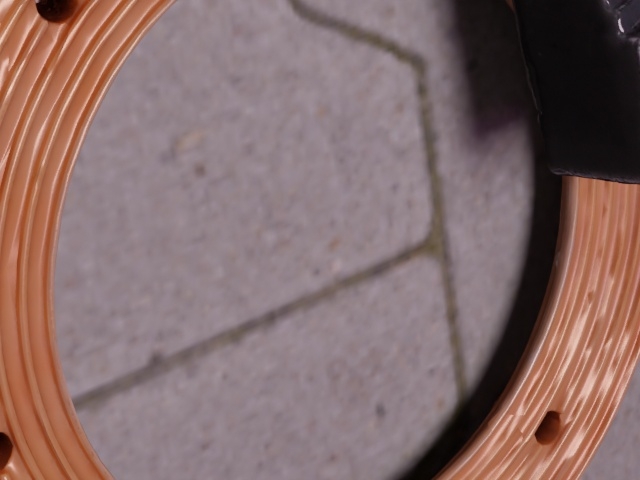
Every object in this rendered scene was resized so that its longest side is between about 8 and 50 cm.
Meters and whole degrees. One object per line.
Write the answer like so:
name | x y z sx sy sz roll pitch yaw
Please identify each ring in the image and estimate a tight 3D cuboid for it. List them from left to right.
ring | 0.000 0.000 0.584 0.336 0.032 0.337 -11 109 -35

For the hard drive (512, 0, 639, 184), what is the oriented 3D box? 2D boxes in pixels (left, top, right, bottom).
hard drive | 0.191 -0.189 0.631 0.339 0.064 0.237 -28 115 -33
